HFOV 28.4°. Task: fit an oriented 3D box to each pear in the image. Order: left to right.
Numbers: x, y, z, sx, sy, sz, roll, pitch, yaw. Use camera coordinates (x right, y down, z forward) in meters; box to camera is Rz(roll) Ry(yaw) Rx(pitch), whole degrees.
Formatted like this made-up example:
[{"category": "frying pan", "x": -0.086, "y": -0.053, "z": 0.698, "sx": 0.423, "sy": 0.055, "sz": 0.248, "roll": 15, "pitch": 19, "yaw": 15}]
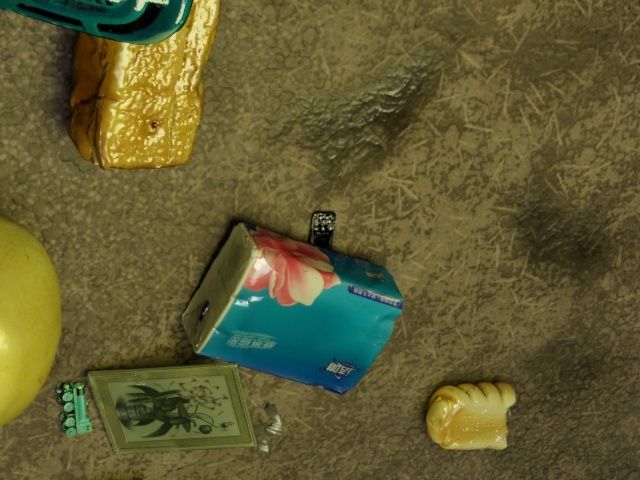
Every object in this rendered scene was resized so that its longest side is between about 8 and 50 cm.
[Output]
[{"category": "pear", "x": -0.477, "y": 0.104, "z": 1.602, "sx": 0.309, "sy": 0.309, "sz": 0.309, "roll": -10, "pitch": 120, "yaw": -18}]

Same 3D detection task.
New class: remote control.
[{"category": "remote control", "x": 0.000, "y": 0.000, "z": 1.913, "sx": 0.039, "sy": 0.014, "sz": 0.096, "roll": 0, "pitch": 115, "yaw": -19}]

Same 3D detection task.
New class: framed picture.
[{"category": "framed picture", "x": -0.220, "y": 0.253, "z": 1.890, "sx": 0.231, "sy": 0.010, "sz": 0.173, "roll": -5, "pitch": 126, "yaw": 10}]

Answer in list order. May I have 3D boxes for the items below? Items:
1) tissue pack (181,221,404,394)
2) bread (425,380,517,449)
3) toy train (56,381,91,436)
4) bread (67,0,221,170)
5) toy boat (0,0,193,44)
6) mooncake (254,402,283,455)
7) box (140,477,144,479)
[{"category": "tissue pack", "x": -0.039, "y": 0.109, "z": 1.871, "sx": 0.270, "sy": 0.137, "sz": 0.209, "roll": 19, "pitch": 118, "yaw": -30}, {"category": "bread", "x": 0.257, "y": 0.294, "z": 2.138, "sx": 0.177, "sy": 0.084, "sz": 0.119, "roll": 3, "pitch": 113, "yaw": -24}, {"category": "toy train", "x": -0.366, "y": 0.251, "z": 1.883, "sx": 0.045, "sy": 0.029, "sz": 0.092, "roll": -13, "pitch": 120, "yaw": -25}, {"category": "bread", "x": -0.230, "y": -0.236, "z": 1.618, "sx": 0.167, "sy": 0.132, "sz": 0.294, "roll": 1, "pitch": 114, "yaw": -24}, {"category": "toy boat", "x": -0.300, "y": -0.308, "z": 1.479, "sx": 0.299, "sy": 0.092, "sz": 0.134, "roll": 15, "pitch": 107, "yaw": 11}, {"category": "mooncake", "x": -0.185, "y": 0.408, "z": 2.027, "sx": 0.347, "sy": 0.057, "sz": 0.150, "roll": -34, "pitch": 137, "yaw": -6}, {"category": "box", "x": -0.316, "y": 0.455, "z": 1.971, "sx": 0.111, "sy": 0.111, "sz": 0.177, "roll": 11, "pitch": 112, "yaw": -27}]
